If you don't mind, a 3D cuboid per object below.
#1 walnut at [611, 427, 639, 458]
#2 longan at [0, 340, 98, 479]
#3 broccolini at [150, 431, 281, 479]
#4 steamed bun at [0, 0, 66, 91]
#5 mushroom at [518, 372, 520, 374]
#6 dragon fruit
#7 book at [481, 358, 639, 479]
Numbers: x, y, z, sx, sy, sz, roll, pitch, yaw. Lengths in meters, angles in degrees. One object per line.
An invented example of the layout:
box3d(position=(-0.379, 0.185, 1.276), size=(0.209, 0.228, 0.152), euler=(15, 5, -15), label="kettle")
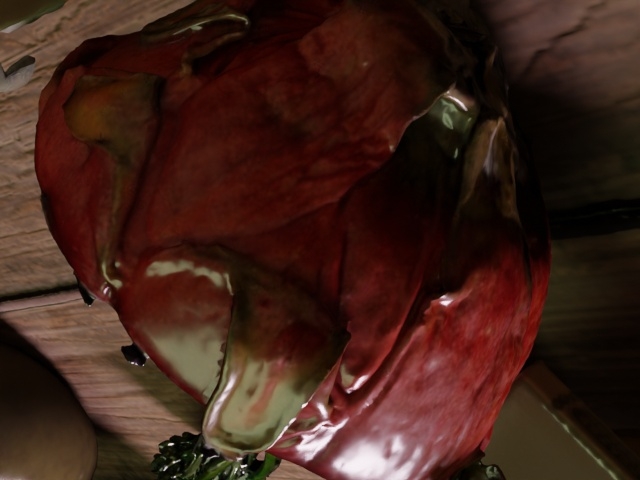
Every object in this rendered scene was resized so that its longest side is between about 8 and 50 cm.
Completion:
box3d(position=(0.178, 0.187, 0.645), size=(0.206, 0.159, 0.159), euler=(42, 153, 12), label="walnut")
box3d(position=(-0.279, 0.168, 1.124), size=(0.189, 0.189, 0.189), euler=(27, 150, 16), label="longan")
box3d(position=(-0.056, 0.143, 0.969), size=(0.091, 0.068, 0.202), euler=(29, 138, -15), label="broccolini")
box3d(position=(-0.210, -0.179, 0.392), size=(0.272, 0.290, 0.273), euler=(33, 130, 3), label="steamed bun")
box3d(position=(0.099, 0.146, 0.757), size=(0.100, 0.081, 0.312), euler=(1, 135, 38), label="mushroom")
box3d(position=(0.020, -0.030, 0.502), size=(0.218, 0.224, 0.148), euler=(30, 119, -28), label="dragon fruit")
box3d(position=(0.146, 0.226, 0.570), size=(0.310, 0.021, 0.217), euler=(46, 131, 17), label="book")
